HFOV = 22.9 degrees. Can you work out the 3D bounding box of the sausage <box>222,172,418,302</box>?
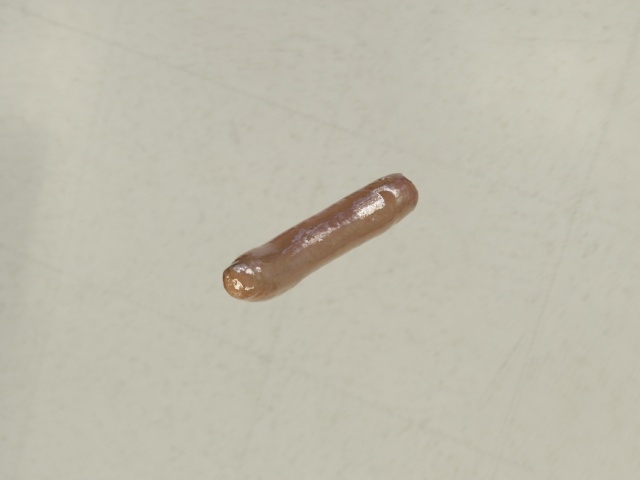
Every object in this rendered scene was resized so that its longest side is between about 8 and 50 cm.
[{"bbox_3d":[0.000,0.000,1.140,0.043,0.186,0.043,28,133,36],"label":"sausage"}]
